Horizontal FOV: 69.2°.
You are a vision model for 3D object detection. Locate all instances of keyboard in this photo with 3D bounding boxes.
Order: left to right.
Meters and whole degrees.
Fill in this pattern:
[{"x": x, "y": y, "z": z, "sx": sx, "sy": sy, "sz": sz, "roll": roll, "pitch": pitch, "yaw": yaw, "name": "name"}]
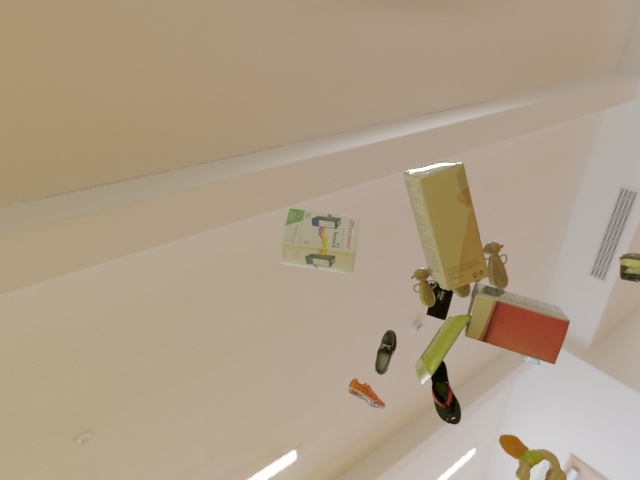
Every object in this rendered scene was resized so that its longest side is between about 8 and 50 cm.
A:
[{"x": 0.435, "y": 0.192, "z": 1.701, "sx": 0.038, "sy": 0.100, "sz": 0.192, "roll": -28, "pitch": -48, "yaw": -60, "name": "keyboard"}]

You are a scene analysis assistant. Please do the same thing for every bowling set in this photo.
[{"x": 0.418, "y": 0.077, "z": 1.449, "sx": 0.287, "sy": 0.200, "sz": 0.154, "roll": -16, "pitch": -72, "yaw": 8, "name": "bowling set"}]

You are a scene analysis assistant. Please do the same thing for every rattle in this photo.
[{"x": 0.615, "y": 0.653, "z": 1.314, "sx": 0.200, "sy": 0.143, "sz": 0.130, "roll": 31, "pitch": -111, "yaw": -16, "name": "rattle"}]

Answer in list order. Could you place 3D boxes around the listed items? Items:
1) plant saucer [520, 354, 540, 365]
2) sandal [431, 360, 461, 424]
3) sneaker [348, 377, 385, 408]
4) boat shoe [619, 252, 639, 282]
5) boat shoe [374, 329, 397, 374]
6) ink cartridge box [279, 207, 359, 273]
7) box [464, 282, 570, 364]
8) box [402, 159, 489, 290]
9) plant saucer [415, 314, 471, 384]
[{"x": 0.659, "y": 0.327, "z": 1.532, "sx": 0.037, "sy": 0.195, "sz": 0.195, "roll": -25, "pitch": -45, "yaw": 10, "name": "plant saucer"}, {"x": 0.332, "y": 0.412, "z": 1.269, "sx": 0.067, "sy": 0.179, "sz": 0.040, "roll": -23, "pitch": -28, "yaw": 22, "name": "sandal"}, {"x": 0.185, "y": 0.580, "z": 1.754, "sx": 0.175, "sy": 0.064, "sz": 0.067, "roll": 40, "pitch": -129, "yaw": -17, "name": "sneaker"}, {"x": 0.779, "y": 0.082, "z": 1.022, "sx": 0.080, "sy": 0.223, "sz": 0.073, "roll": -14, "pitch": -72, "yaw": -31, "name": "boat shoe"}, {"x": 0.176, "y": 0.303, "z": 1.263, "sx": 0.125, "sy": 0.046, "sz": 0.038, "roll": -69, "pitch": -21, "yaw": -9, "name": "boat shoe"}, {"x": 0.000, "y": 0.000, "z": 1.338, "sx": 0.093, "sy": 0.212, "sz": 0.154, "roll": 98, "pitch": -177, "yaw": -47, "name": "ink cartridge box"}, {"x": 0.518, "y": 0.217, "z": 1.250, "sx": 0.148, "sy": 0.232, "sz": 0.127, "roll": -23, "pitch": -52, "yaw": -72, "name": "box"}, {"x": 0.328, "y": -0.045, "z": 1.224, "sx": 0.121, "sy": 0.148, "sz": 0.311, "roll": -18, "pitch": -74, "yaw": -3, "name": "box"}, {"x": 0.312, "y": 0.281, "z": 1.226, "sx": 0.188, "sy": 0.045, "sz": 0.188, "roll": -51, "pitch": -18, "yaw": -16, "name": "plant saucer"}]
